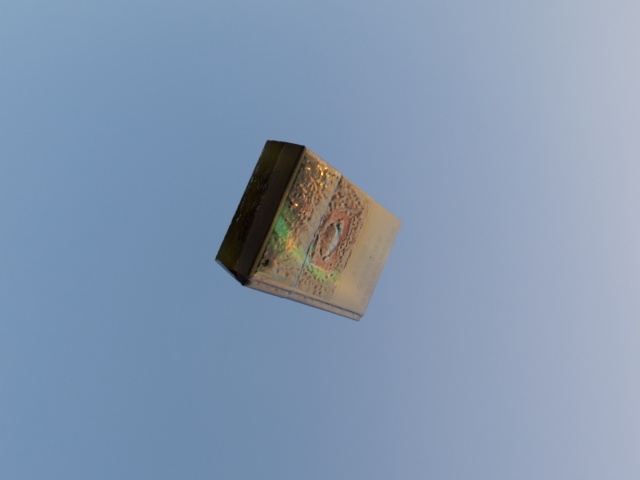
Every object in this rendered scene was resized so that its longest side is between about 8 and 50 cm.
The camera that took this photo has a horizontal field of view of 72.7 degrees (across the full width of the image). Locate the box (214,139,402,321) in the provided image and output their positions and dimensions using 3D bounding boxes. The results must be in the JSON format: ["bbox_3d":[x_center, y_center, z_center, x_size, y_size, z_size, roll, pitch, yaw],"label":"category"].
[{"bbox_3d":[0.000,0.000,0.549,0.071,0.240,0.159,22,-93,41],"label":"box"}]
